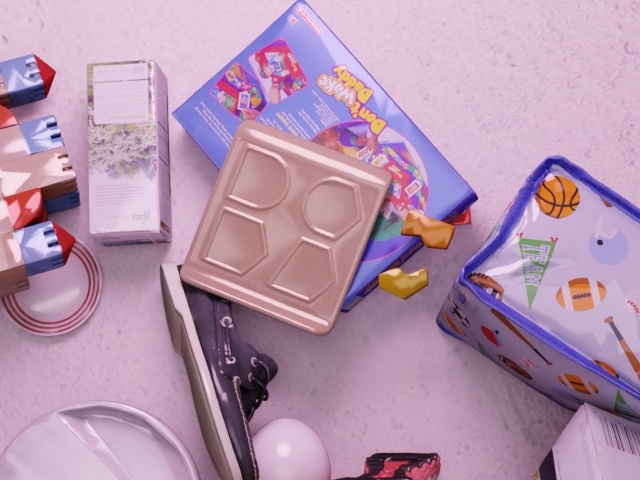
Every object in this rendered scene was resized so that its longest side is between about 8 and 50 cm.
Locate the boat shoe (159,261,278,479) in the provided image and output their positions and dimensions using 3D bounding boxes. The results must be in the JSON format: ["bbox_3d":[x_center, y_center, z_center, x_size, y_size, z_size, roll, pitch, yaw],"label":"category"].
[{"bbox_3d":[-0.113,0.160,1.674,0.113,0.127,0.340,-11,48,-15],"label":"boat shoe"}]

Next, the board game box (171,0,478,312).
[{"bbox_3d":[0.005,-0.111,1.741,0.233,0.078,0.347,-41,80,5],"label":"board game box"}]

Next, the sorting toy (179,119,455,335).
[{"bbox_3d":[0.000,0.000,1.676,0.307,0.041,0.229,22,85,11],"label":"sorting toy"}]

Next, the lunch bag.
[{"bbox_3d":[0.362,0.102,1.597,0.385,0.328,0.239,36,82,8],"label":"lunch bag"}]

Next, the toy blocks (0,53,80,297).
[{"bbox_3d":[-0.438,-0.075,1.740,0.261,0.190,0.381,-17,72,-14],"label":"toy blocks"}]

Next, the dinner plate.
[{"bbox_3d":[-0.363,0.058,1.782,0.141,0.017,0.141,0,81,3],"label":"dinner plate"}]

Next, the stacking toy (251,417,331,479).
[{"bbox_3d":[-0.068,0.446,1.607,0.351,0.350,0.479,1,64,2],"label":"stacking toy"}]

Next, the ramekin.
[{"bbox_3d":[-0.276,0.339,1.681,0.273,0.127,0.272,0,81,3],"label":"ramekin"}]

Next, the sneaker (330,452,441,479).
[{"bbox_3d":[0.078,0.344,1.587,0.116,0.314,0.136,-4,92,24],"label":"sneaker"}]

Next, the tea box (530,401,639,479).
[{"bbox_3d":[0.380,0.408,1.497,0.329,0.220,0.323,20,119,-11],"label":"tea box"}]

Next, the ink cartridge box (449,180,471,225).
[{"bbox_3d":[0.143,-0.048,1.774,0.115,0.029,0.062,-5,82,2],"label":"ink cartridge box"}]

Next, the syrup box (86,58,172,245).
[{"bbox_3d":[-0.254,-0.114,1.765,0.093,0.096,0.236,-3,82,3],"label":"syrup box"}]
